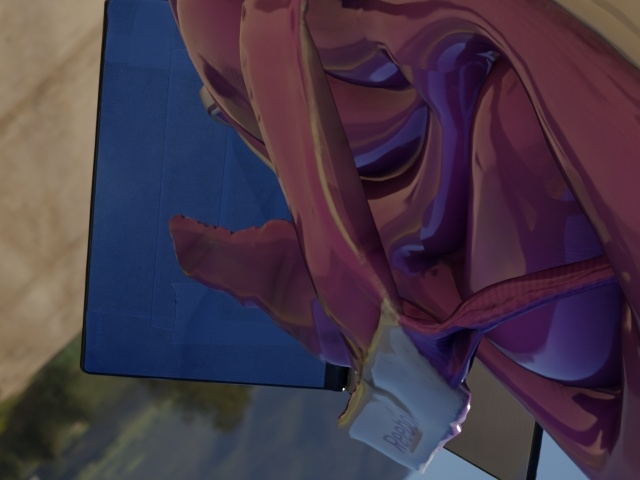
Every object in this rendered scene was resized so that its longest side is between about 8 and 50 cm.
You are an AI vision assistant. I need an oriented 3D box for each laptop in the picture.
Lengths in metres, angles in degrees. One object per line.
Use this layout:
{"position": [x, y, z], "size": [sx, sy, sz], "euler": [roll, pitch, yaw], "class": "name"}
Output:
{"position": [0.000, 0.000, 1.612], "size": [0.236, 0.408, 0.382], "euler": [-10, 114, -39], "class": "laptop"}

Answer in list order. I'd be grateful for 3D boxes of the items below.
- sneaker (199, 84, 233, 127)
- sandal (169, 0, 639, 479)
{"position": [0.008, -0.086, 1.423], "size": [0.102, 0.161, 0.282], "euler": [-25, -171, -32], "class": "sneaker"}
{"position": [0.014, -0.005, 0.468], "size": [0.102, 0.169, 0.416], "euler": [-28, -157, -8], "class": "sandal"}
